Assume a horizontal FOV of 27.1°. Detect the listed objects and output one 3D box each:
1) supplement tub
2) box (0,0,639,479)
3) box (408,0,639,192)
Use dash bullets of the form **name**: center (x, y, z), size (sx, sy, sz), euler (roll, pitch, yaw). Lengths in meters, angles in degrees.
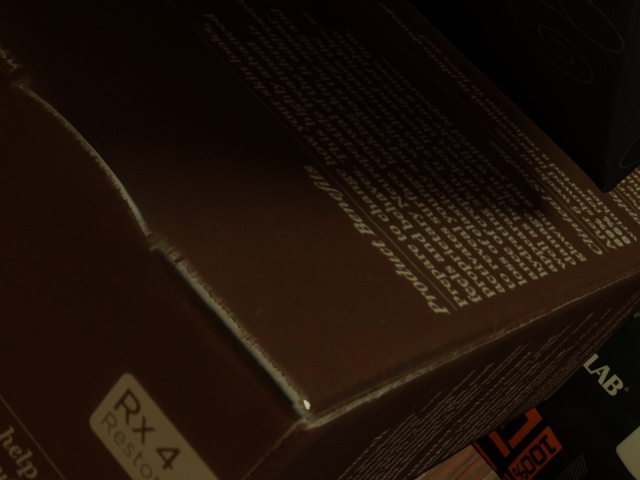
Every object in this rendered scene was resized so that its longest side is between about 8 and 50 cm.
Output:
- **supplement tub**: center (0.196, 0.092, 0.935), size (0.207, 0.338, 0.207), euler (-37, 162, -15)
- **box**: center (0.000, 0.000, 0.537), size (0.143, 0.191, 0.381), euler (-50, 161, 25)
- **box**: center (0.085, -0.149, 0.401), size (0.143, 0.165, 0.270), euler (-42, 163, -2)
